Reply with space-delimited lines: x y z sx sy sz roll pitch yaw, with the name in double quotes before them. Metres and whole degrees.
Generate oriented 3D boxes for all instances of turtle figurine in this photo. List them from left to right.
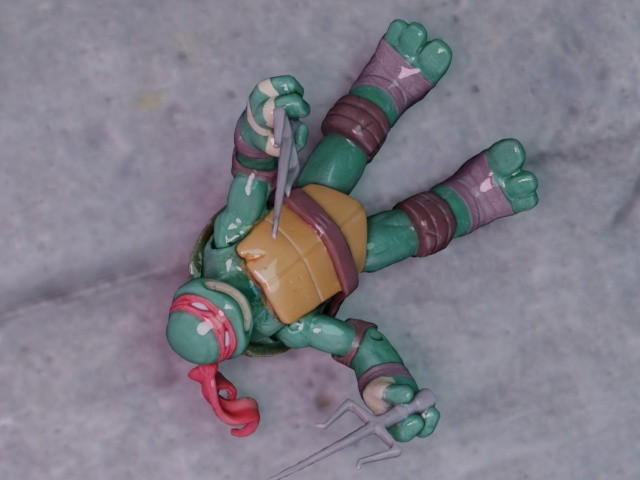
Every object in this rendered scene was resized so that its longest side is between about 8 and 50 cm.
"turtle figurine" 0.000 0.000 0.859 0.234 0.118 0.175 -43 116 -39
